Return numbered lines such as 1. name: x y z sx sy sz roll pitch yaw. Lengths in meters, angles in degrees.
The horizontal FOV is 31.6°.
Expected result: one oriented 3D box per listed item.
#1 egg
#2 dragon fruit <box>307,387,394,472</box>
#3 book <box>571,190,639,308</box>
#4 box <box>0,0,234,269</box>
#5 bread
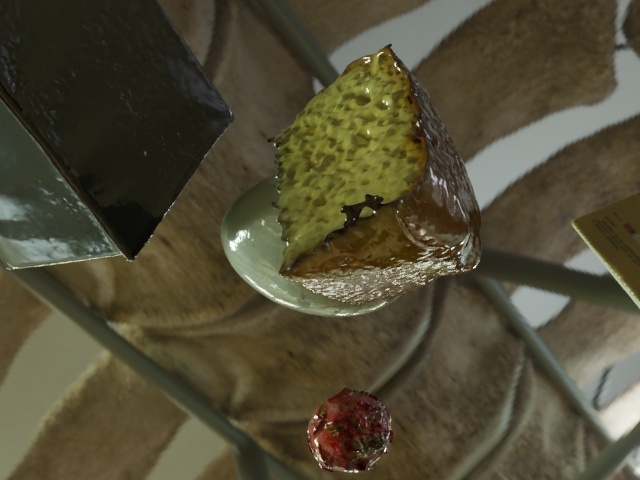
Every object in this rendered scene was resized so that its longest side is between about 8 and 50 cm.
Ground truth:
1. egg: 0.000 0.000 1.137 0.151 0.209 0.151 7 -90 -71
2. dragon fruit: 0.057 0.334 1.848 0.153 0.111 0.153 -4 -72 -13
3. book: 0.548 -0.033 1.444 0.389 0.269 0.032 -23 -56 1
4. box: -0.299 -0.171 1.192 0.345 0.204 0.251 57 -137 -32
5. bread: 0.048 -0.029 0.819 0.129 0.260 0.134 -34 -67 16
